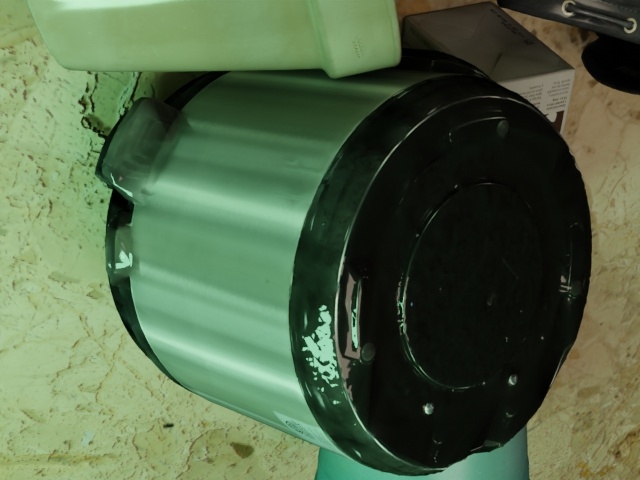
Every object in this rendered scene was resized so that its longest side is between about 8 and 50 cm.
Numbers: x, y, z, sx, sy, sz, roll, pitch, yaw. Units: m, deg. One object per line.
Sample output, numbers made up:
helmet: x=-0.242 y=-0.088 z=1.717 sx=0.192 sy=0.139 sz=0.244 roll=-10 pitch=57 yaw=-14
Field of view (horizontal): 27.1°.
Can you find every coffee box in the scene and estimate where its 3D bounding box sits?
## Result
coffee box: x=0.166 y=-0.088 z=1.469 sx=0.118 sy=0.168 sz=0.297 roll=-13 pitch=129 yaw=-22

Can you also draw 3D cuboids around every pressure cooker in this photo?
pressure cooker: x=-0.004 y=0.005 z=1.283 sx=0.375 sy=0.420 sz=0.370 roll=-26 pitch=115 yaw=-36

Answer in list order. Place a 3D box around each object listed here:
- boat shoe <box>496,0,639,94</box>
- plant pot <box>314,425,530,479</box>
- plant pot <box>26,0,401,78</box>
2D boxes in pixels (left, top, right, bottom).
boat shoe: x=0.371 y=-0.227 z=1.454 sx=0.500 sy=0.187 sz=0.156 roll=21 pitch=93 yaw=-39
plant pot: x=0.125 y=0.191 z=1.612 sx=0.271 sy=0.271 sz=0.255 roll=-11 pitch=113 yaw=-24
plant pot: x=-0.105 y=-0.266 z=1.104 sx=0.280 sy=0.323 sz=0.323 roll=-16 pitch=132 yaw=1
